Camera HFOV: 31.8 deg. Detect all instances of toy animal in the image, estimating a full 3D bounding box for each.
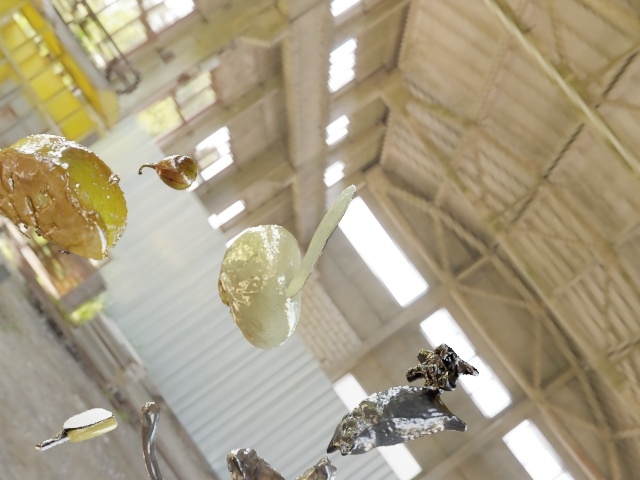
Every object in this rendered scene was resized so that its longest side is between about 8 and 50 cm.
[{"bbox_3d":[0.109,0.233,1.453,0.117,0.210,0.121,53,-15,-4],"label":"toy animal"}]

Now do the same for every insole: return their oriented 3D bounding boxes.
[{"bbox_3d":[0.000,0.000,1.408,0.004,0.188,0.064,38,-34,-16],"label":"insole"}]

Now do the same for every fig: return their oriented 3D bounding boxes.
[{"bbox_3d":[-0.215,-0.097,1.583,0.050,0.083,0.050,-174,-90,-88],"label":"fig"}]

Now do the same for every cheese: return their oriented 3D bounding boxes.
[{"bbox_3d":[-0.491,0.383,2.241,0.086,0.162,0.036,9,-68,50],"label":"cheese"}]

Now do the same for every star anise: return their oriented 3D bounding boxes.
[{"bbox_3d":[-0.058,0.363,1.442,0.139,0.316,0.359,-42,122,-69],"label":"star anise"}]

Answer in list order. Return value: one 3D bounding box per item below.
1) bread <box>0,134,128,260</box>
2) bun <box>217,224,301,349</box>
[{"bbox_3d":[-0.439,-0.092,1.886,0.261,0.160,0.147,33,-55,5],"label":"bread"},{"bbox_3d":[-0.107,0.072,1.802,0.222,0.128,0.222,-174,-90,-73],"label":"bun"}]
